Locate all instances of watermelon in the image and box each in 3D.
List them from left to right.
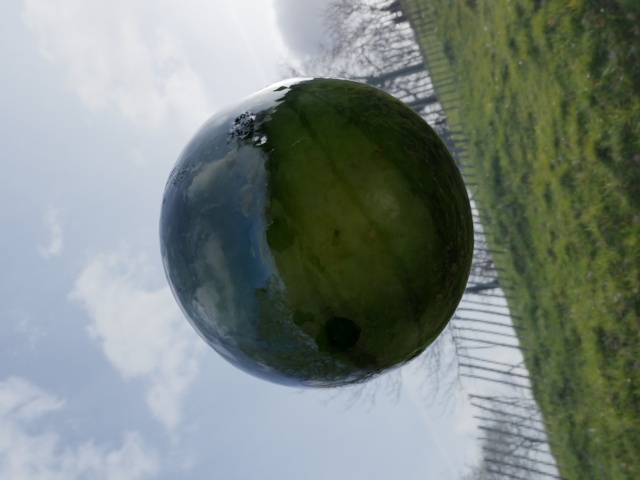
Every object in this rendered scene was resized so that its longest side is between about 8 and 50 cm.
[{"bbox_3d":[-0.002,-0.004,0.446,0.242,0.242,0.242,35,-131,-56],"label":"watermelon"}]
